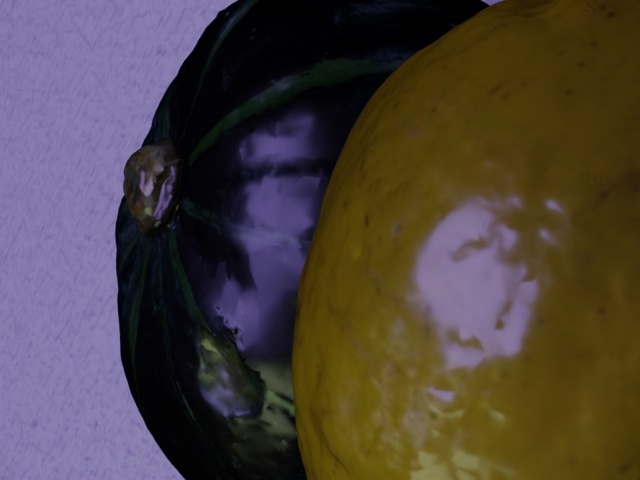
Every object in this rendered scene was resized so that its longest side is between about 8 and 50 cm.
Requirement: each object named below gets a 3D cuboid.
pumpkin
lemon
[{"bbox_3d":[0.000,0.000,1.013,0.315,0.238,0.315,-36,49,56],"label":"pumpkin"},{"bbox_3d":[0.115,0.048,0.766,0.316,0.285,0.285,-59,34,5],"label":"lemon"}]
